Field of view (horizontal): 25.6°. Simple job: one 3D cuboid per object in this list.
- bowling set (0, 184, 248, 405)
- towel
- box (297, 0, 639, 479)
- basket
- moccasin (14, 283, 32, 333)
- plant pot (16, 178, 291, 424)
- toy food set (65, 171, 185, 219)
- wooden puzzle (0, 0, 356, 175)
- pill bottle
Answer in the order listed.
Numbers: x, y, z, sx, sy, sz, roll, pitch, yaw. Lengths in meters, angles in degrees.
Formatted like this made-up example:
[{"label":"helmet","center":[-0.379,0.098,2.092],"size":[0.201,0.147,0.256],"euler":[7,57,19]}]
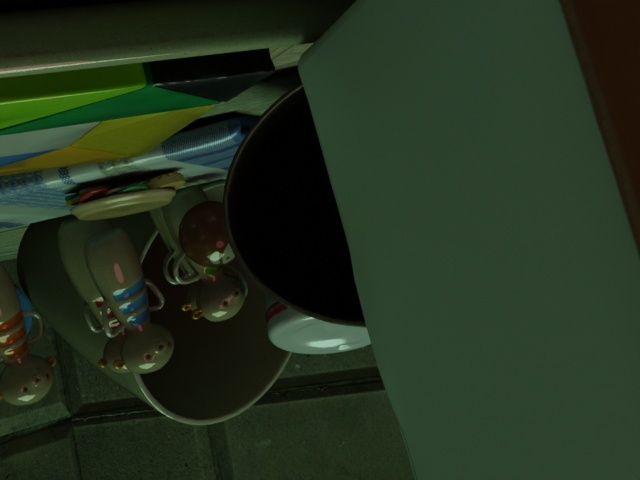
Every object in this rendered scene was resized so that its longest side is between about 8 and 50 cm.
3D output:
[{"label":"bowling set","center":[-0.140,0.048,1.195],"size":[0.200,0.154,0.287],"euler":[3,-152,47]},{"label":"towel","center":[-0.166,-0.053,1.100],"size":[0.285,0.034,0.209],"euler":[-12,177,14]},{"label":"box","center":[0.199,-0.016,0.498],"size":[0.345,0.215,0.168],"euler":[-11,169,-24]},{"label":"basket","center":[0.055,-0.038,0.895],"size":[0.204,0.154,0.227],"euler":[-14,-177,6]},{"label":"moccasin","center":[-0.462,0.044,1.472],"size":[0.342,0.137,0.117],"euler":[19,-176,-45]},{"label":"plant pot","center":[-0.197,0.042,1.529],"size":[0.274,0.256,0.256],"euler":[13,-164,42]},{"label":"toy food set","center":[-0.148,-0.032,1.054],"size":[0.083,0.020,0.083],"euler":[-9,176,-39]},{"label":"wooden puzzle","center":[-0.122,-0.055,0.578],"size":[0.221,0.044,0.239],"euler":[-11,180,-28]},{"label":"pill bottle","center":[0.000,0.000,1.242],"size":[0.108,0.180,0.108],"euler":[-5,157,-2]}]
